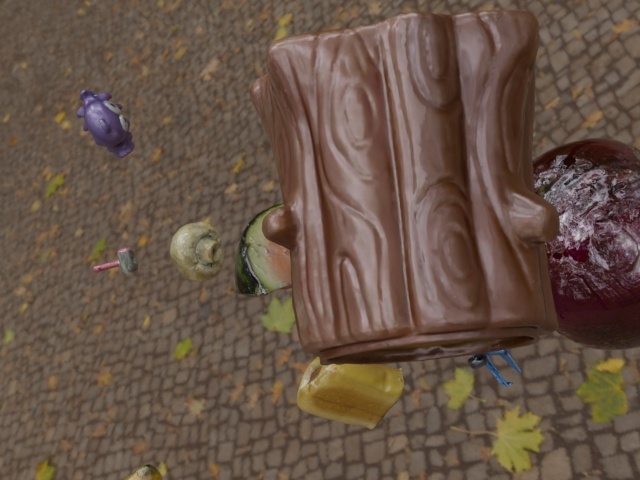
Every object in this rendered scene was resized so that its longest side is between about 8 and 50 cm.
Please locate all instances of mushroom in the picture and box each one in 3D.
[{"bbox_3d":[-0.284,0.026,1.850,0.112,0.148,0.148,3,66,29],"label":"mushroom"}]

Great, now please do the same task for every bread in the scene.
[{"bbox_3d":[0.050,0.252,1.377,0.134,0.173,0.085,-53,27,29],"label":"bread"}]

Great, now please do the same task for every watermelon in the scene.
[{"bbox_3d":[0.001,0.006,0.763,0.119,0.245,0.063,21,117,36],"label":"watermelon"}]

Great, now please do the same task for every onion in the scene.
[{"bbox_3d":[0.420,0.027,1.131,0.282,0.336,0.260,-38,38,18],"label":"onion"}]

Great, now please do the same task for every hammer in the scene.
[{"bbox_3d":[-0.384,0.044,1.481,0.083,0.053,0.031,-14,11,4],"label":"hammer"}]

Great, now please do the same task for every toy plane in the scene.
[{"bbox_3d":[0.335,0.212,1.764,0.105,0.254,0.271,-35,20,-24],"label":"toy plane"}]

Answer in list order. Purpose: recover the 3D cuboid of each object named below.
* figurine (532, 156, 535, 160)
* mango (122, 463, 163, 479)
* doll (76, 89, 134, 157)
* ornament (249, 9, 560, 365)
[{"bbox_3d":[0.169,-0.164,1.235,0.207,0.386,0.166,18,85,63],"label":"figurine"},{"bbox_3d":[-0.328,0.430,1.256,0.190,0.098,0.075,-35,33,-9],"label":"mango"},{"bbox_3d":[-0.319,-0.177,1.180,0.067,0.110,0.206,-37,19,-5],"label":"doll"},{"bbox_3d":[0.074,-0.026,0.584,0.221,0.235,0.218,-15,74,34],"label":"ornament"}]
